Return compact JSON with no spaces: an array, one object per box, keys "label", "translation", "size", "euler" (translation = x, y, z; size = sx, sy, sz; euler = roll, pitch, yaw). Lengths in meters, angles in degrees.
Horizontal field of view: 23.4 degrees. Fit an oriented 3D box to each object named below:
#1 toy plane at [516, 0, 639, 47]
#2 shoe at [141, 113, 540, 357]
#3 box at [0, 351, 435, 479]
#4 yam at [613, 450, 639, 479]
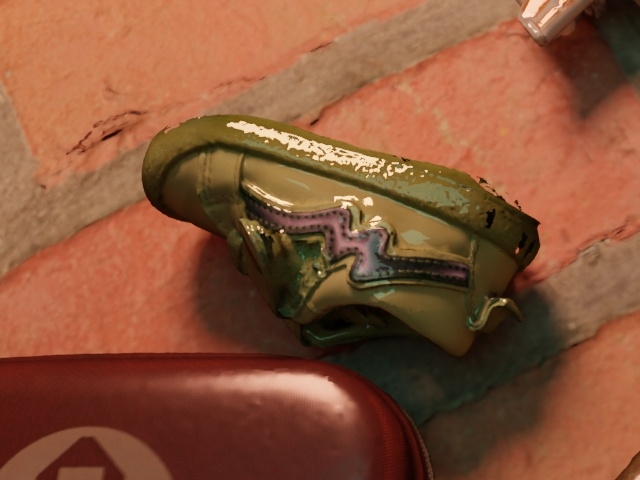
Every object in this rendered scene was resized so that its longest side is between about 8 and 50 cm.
[{"label":"toy plane","translation":[0.233,-0.197,0.985],"size":[0.245,0.117,0.244],"euler":[-8,63,16]},{"label":"shoe","translation":[0.002,-0.007,0.950],"size":[0.262,0.140,0.128],"euler":[11,62,19]},{"label":"box","translation":[-0.128,0.191,0.913],"size":[0.404,0.108,0.263],"euler":[-3,64,17]},{"label":"yam","translation":[0.165,0.169,0.855],"size":[0.274,0.061,0.061],"euler":[-45,59,-8]}]
